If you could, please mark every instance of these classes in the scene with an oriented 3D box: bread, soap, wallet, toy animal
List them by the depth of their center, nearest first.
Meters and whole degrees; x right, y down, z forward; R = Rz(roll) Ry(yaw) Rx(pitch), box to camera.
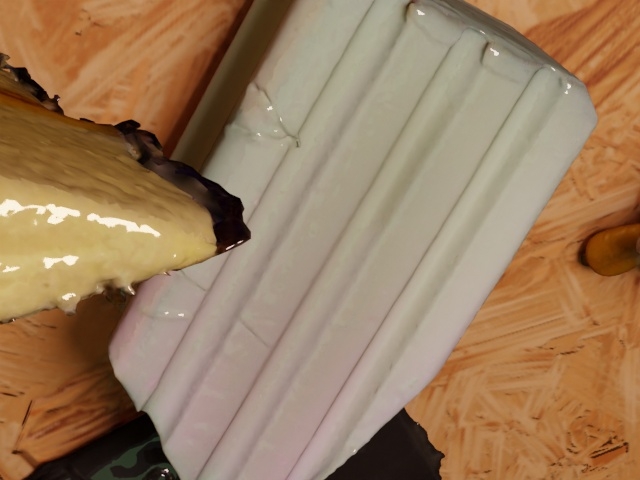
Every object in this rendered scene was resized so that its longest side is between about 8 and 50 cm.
[{"bbox_3d":[-0.305,-0.013,0.643,0.405,0.345,0.242,14,109,-31],"label":"bread"},{"bbox_3d":[0.000,0.000,0.822,0.208,0.115,0.347,24,107,-22],"label":"soap"},{"bbox_3d":[0.277,0.020,0.941,0.131,0.182,0.127,-37,82,6],"label":"toy animal"},{"bbox_3d":[-0.096,0.206,0.988,0.378,0.051,0.197,-28,123,1],"label":"wallet"}]
